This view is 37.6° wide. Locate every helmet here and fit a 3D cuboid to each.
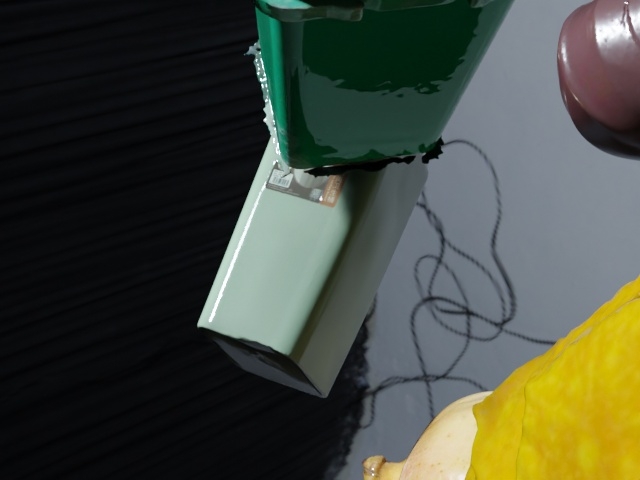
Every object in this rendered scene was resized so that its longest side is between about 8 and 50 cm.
[{"bbox_3d":[0.172,-0.088,0.524,0.070,0.123,0.098,-9,62,25],"label":"helmet"}]

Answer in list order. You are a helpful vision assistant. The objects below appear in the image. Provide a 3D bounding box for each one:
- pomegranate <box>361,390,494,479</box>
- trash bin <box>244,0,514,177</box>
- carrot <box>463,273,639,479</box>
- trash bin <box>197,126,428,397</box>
[{"bbox_3d":[0.200,0.334,1.114,0.338,0.338,0.338,24,123,42],"label":"pomegranate"},{"bbox_3d":[0.024,-0.233,0.884,0.381,0.295,0.259,98,162,-64],"label":"trash bin"},{"bbox_3d":[0.168,0.180,0.422,0.241,0.241,0.341,-10,119,51],"label":"carrot"},{"bbox_3d":[0.000,0.000,1.171,0.158,0.343,0.223,15,160,19],"label":"trash bin"}]
